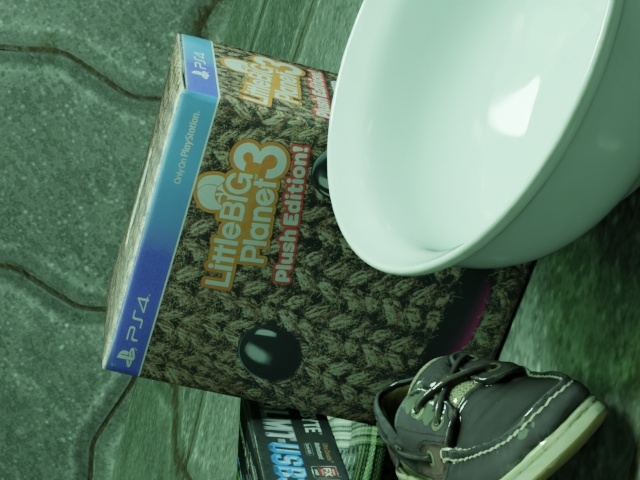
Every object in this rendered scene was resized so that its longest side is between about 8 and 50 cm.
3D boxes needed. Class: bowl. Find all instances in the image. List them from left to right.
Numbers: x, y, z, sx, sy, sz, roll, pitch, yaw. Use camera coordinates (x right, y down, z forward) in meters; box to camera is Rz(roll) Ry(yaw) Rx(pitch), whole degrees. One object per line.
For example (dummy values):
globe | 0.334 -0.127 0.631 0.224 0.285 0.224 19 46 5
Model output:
bowl | 0.136 -0.104 0.901 0.298 0.134 0.298 -39 41 45

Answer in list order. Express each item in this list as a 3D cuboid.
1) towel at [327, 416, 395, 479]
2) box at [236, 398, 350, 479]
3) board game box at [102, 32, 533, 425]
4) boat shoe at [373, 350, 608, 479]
towel | -0.001 0.260 1.380 0.324 0.056 0.312 154 128 -75
box | -0.024 0.294 1.055 0.295 0.073 0.293 -121 32 -74
board game box | 0.000 0.000 1.102 0.141 0.291 0.232 -105 31 -65
boat shoe | 0.096 0.122 0.949 0.103 0.092 0.285 -39 -1 -15
